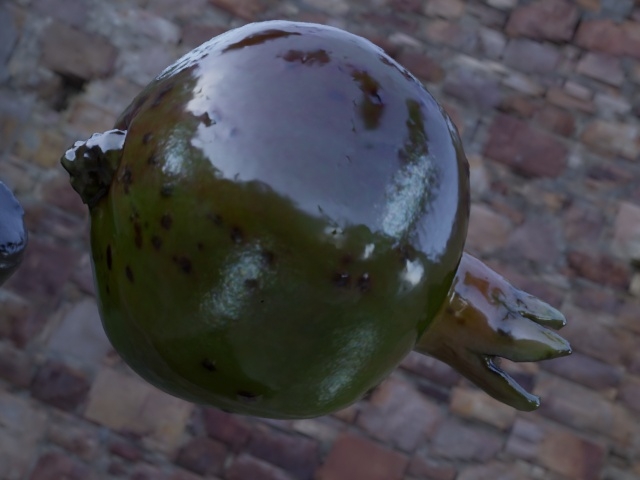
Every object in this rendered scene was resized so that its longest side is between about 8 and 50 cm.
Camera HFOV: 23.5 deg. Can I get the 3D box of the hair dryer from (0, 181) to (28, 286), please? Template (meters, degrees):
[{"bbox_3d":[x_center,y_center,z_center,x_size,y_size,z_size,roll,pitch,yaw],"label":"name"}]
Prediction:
[{"bbox_3d":[-0.256,0.011,0.746,0.071,0.114,0.248,56,22,21],"label":"hair dryer"}]

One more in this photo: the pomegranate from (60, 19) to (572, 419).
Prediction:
[{"bbox_3d":[0.001,0.009,0.739,0.246,0.198,0.198,41,-8,12],"label":"pomegranate"}]
